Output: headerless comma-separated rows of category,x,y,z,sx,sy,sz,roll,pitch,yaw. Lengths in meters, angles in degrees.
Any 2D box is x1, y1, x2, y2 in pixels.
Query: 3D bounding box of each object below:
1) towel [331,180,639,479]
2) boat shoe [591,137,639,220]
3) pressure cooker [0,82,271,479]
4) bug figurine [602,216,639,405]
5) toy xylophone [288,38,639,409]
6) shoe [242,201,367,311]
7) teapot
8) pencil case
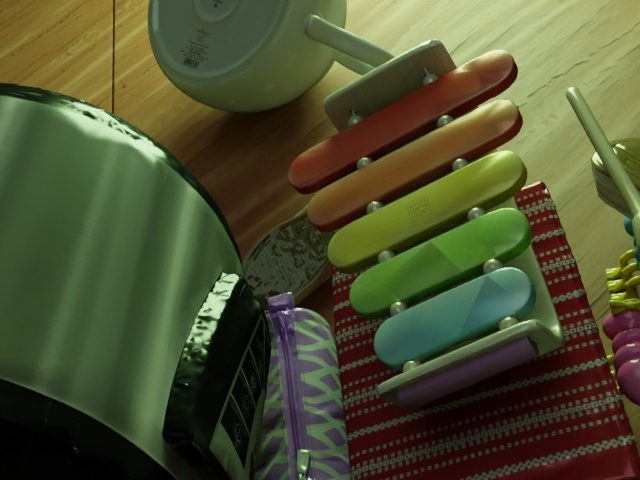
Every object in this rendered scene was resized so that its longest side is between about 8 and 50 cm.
towel,0.107,0.090,0.702,0.198,0.031,0.275,-20,47,16
boat shoe,0.323,0.010,0.698,0.277,0.096,0.098,28,47,27
pressure cooker,-0.236,0.149,0.611,0.375,0.370,0.420,-37,30,26
bug figurine,0.182,0.058,0.757,0.279,0.072,0.216,-13,44,13
toy xylophone,0.109,-0.028,0.707,0.236,0.081,0.323,-32,43,12
shoe,0.000,0.000,0.919,0.076,0.058,0.219,36,71,22
teapot,-0.059,-0.253,1.108,0.252,0.187,0.256,-27,66,26
pencil case,-0.019,0.146,0.752,0.086,0.088,0.206,-18,42,5
